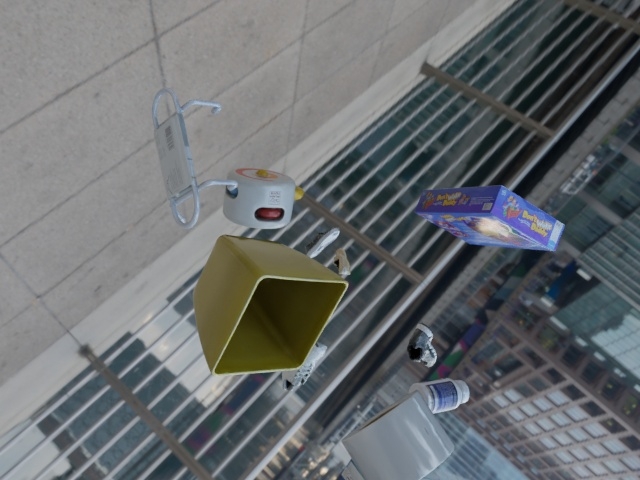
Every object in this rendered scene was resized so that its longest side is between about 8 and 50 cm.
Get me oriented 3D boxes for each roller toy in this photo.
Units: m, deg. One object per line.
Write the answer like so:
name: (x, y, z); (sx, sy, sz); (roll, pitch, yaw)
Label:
roller toy: (-0.166, -0.124, 1.557); (0.191, 0.209, 0.146); (-44, 146, -68)

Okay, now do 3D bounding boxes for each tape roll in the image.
tape roll: (0.199, 0.527, 1.462); (0.246, 0.169, 0.246); (-31, 166, -8)

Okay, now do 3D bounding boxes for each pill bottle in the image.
pill bottle: (0.352, 0.457, 1.660); (0.169, 0.094, 0.094); (-1, 140, -29)

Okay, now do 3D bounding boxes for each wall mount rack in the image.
wall mount rack: (-0.339, -0.185, 1.397); (0.130, 0.350, 0.304); (-4, 167, -45)

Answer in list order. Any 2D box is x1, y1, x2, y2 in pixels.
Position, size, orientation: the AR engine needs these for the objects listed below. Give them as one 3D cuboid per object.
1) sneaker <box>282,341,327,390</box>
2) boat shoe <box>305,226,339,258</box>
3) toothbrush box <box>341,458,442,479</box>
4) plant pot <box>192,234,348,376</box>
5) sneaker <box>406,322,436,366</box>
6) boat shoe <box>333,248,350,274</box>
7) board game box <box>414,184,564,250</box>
sneaker: (-0.060, 0.463, 2.075); (0.297, 0.111, 0.129); (125, -20, -47)
boat shoe: (0.000, 0.000, 1.648); (0.049, 0.040, 0.142); (-4, 149, -46)
toothbrush box: (0.230, 0.755, 1.741); (0.126, 0.295, 0.216); (14, 111, -42)
plant pot: (-0.118, 0.103, 1.046); (0.212, 0.187, 0.212); (8, 117, -45)
sneaker: (0.349, 0.392, 1.988); (0.106, 0.078, 0.234); (-44, 141, -23)
boat shoe: (0.084, 0.089, 2.428); (0.059, 0.170, 0.063); (-5, 120, -11)
board game box: (0.456, -0.062, 1.569); (0.078, 0.233, 0.347); (-66, -158, -7)
